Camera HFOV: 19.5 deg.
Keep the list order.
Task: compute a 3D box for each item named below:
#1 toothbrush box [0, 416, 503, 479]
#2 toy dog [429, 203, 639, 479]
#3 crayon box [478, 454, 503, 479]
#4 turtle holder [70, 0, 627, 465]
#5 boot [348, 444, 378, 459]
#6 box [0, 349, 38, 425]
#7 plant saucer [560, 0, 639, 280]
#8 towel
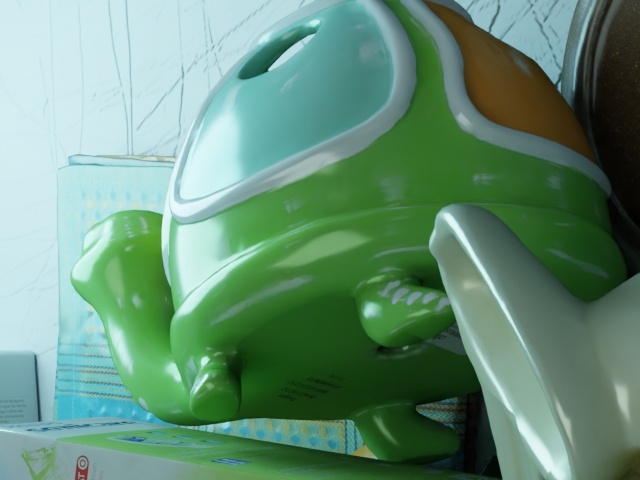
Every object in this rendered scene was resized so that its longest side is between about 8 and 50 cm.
[{"bbox_3d":[-0.048,0.212,0.977,0.283,0.122,0.206,6,91,34],"label":"toothbrush box"},{"bbox_3d":[0.297,0.078,0.766,0.395,0.408,0.285,-132,24,-67],"label":"toy dog"},{"bbox_3d":[0.153,0.298,1.007,0.203,0.083,0.323,12,97,11],"label":"crayon box"},{"bbox_3d":[0.019,-0.001,1.072,0.320,0.243,0.227,-43,48,53],"label":"turtle holder"},{"bbox_3d":[-0.010,0.264,1.095,0.211,0.104,0.295,-31,44,26],"label":"boot"},{"bbox_3d":[-0.286,0.132,1.434,0.102,0.101,0.087,-10,81,40],"label":"box"},{"bbox_3d":[0.251,-0.086,1.015,0.310,0.050,0.311,-3,86,42],"label":"plant saucer"},{"bbox_3d":[-0.046,0.079,1.273,0.370,0.040,0.271,3,92,39],"label":"towel"}]
